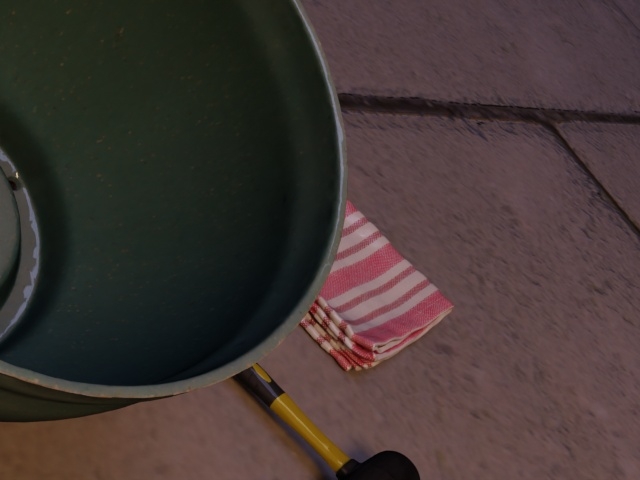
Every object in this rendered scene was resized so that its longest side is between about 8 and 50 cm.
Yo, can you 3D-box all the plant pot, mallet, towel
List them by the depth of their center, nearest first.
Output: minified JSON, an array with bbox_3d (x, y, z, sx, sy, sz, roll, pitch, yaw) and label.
[{"bbox_3d":[-0.161,-0.042,0.590,0.293,0.196,0.293,21,56,-35],"label":"plant pot"},{"bbox_3d":[-0.016,0.099,0.761,0.190,0.039,0.062,47,33,20],"label":"mallet"},{"bbox_3d":[0.000,0.000,0.906,0.197,0.029,0.144,47,31,11],"label":"towel"}]

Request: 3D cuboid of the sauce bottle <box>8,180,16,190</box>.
[{"bbox_3d":[-0.231,-0.038,0.699,0.128,0.042,0.042,-3,51,-45],"label":"sauce bottle"}]
